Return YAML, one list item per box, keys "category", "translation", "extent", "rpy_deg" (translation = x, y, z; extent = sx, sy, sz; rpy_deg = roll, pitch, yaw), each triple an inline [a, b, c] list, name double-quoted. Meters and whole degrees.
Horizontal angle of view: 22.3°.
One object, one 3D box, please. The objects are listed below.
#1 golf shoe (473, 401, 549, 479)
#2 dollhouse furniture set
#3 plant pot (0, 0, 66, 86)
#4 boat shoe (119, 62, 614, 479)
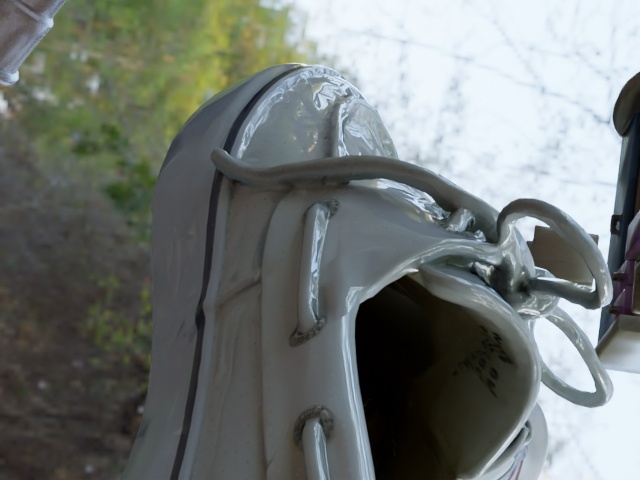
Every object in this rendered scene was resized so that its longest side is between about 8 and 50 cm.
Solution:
- category: "golf shoe"
  translation: [0.114, 0.150, 1.151]
  extent: [0.120, 0.273, 0.105]
  rpy_deg: [-42, -103, 29]
- category: "dollhouse furniture set"
  translation: [0.115, -0.041, 1.151]
  extent: [0.286, 0.303, 0.198]
  rpy_deg: [87, 11, -75]
- category: "plant pot"
  translation: [-0.171, -0.199, 0.880]
  extent: [0.165, 0.167, 0.167]
  rpy_deg: [-44, -149, 6]
- category: "boat shoe"
  translation: [0.026, 0.038, 0.527]
  extent: [0.156, 0.136, 0.367]
  rpy_deg: [-22, -152, 21]
